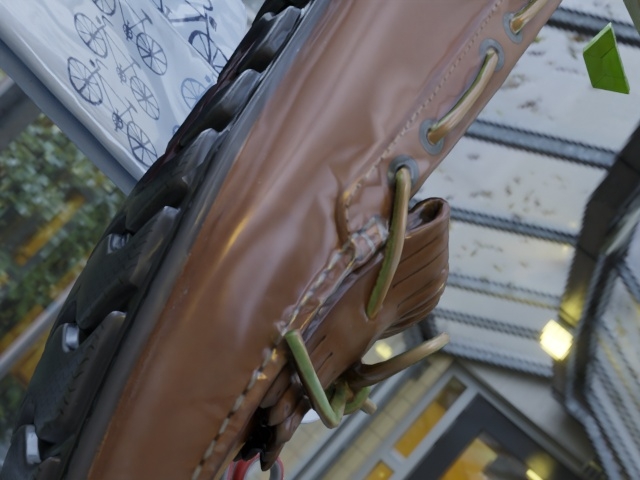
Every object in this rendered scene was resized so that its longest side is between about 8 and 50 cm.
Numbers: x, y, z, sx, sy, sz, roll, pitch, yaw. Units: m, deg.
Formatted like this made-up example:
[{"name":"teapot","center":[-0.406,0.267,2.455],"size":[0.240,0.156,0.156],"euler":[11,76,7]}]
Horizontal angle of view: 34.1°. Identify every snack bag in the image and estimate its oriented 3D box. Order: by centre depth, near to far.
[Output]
[{"name":"snack bag","center":[-0.138,-0.180,0.736],"size":[0.323,0.037,0.342],"euler":[49,27,-37]}]

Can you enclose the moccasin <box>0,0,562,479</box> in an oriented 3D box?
[{"name":"moccasin","center":[-0.001,0.001,0.428],"size":[0.147,0.380,0.139],"euler":[36,-29,-15]}]

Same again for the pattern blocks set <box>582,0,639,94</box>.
[{"name":"pattern blocks set","center":[0.440,-0.233,1.167],"size":[0.285,0.026,0.325],"euler":[-7,-56,20]}]

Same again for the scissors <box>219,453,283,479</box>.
[{"name":"scissors","center":[-0.097,0.333,0.996],"size":[0.109,0.297,0.021],"euler":[11,-5,-38]}]

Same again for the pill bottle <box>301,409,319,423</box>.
[{"name":"pill bottle","center":[-0.077,0.087,0.685],"size":[0.184,0.103,0.103],"euler":[-12,-50,42]}]
